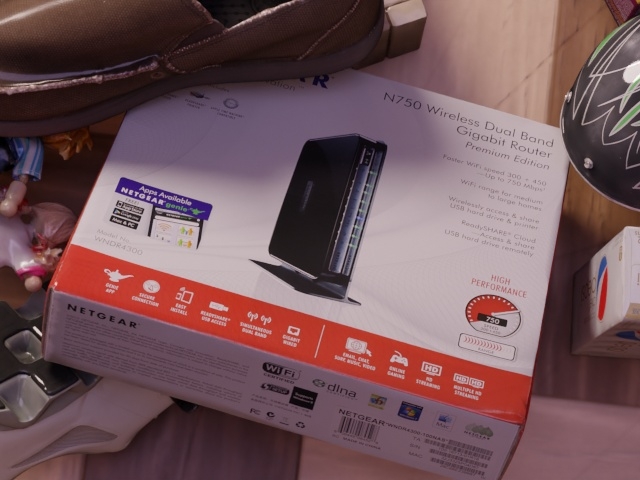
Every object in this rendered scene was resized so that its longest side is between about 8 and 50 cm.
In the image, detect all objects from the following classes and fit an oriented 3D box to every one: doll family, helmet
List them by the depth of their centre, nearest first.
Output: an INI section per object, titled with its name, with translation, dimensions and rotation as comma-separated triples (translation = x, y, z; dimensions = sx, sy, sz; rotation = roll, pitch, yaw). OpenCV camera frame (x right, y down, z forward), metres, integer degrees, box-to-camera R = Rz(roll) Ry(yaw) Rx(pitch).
[doll family]
translation = -0.261, -0.082, 1.388
dimensions = 0.163, 0.118, 0.263
rotation = -17, 48, -18
[helmet]
translation = 0.267, -0.096, 1.398
dimensions = 0.169, 0.161, 0.169
rotation = -3, 79, 18

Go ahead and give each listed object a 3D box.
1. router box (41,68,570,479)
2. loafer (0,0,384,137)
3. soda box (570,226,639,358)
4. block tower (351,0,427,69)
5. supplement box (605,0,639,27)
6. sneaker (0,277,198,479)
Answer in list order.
[router box]
translation = 0.000, 0.000, 1.373
dimensions = 0.335, 0.082, 0.301
rotation = 16, 47, 0
[loafer]
translation = -0.128, -0.177, 1.335
dimensions = 0.366, 0.130, 0.134
rotation = -14, 66, -14
[soda box]
translation = 0.238, 0.043, 1.379
dimensions = 0.074, 0.216, 0.069
rotation = 4, 79, -1
[block tower]
translation = -0.015, -0.305, 1.497
dimensions = 0.091, 0.097, 0.335
rotation = -20, 80, -6
[supplement box]
translation = 0.262, -0.207, 1.493
dimensions = 0.055, 0.083, 0.043
rotation = -26, 81, -7
[sneaker]
translation = -0.142, 0.080, 1.422
dimensions = 0.330, 0.146, 0.122
rotation = -24, 54, -28
